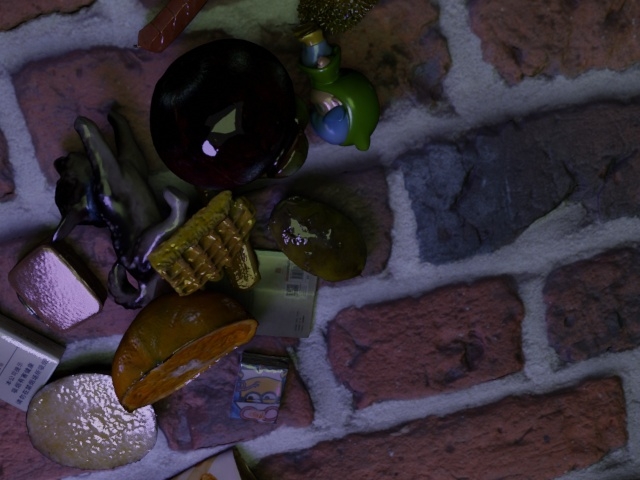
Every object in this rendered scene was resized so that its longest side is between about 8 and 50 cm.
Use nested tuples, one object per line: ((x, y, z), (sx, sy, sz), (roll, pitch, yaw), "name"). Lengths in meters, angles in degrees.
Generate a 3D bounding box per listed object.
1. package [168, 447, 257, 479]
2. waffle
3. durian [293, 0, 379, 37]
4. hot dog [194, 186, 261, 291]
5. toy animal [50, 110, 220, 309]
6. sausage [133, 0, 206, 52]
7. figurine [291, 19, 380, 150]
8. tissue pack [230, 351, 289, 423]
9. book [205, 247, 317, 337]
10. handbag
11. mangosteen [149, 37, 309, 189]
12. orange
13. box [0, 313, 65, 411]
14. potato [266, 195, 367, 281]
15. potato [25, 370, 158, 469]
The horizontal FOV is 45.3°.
((-0.283, 0.680, 1.877), (0.311, 0.221, 0.165), (-30, 149, 6), "package")
((-0.213, 0.014, 1.515), (0.229, 0.219, 0.057), (-42, 70, -11), "waffle")
((0.021, -0.466, 1.477), (0.208, 0.102, 0.146), (-37, 115, 14), "durian")
((-0.200, -0.031, 1.632), (0.083, 0.068, 0.289), (-20, 102, -11), "hot dog")
((-0.410, -0.049, 1.538), (0.344, 0.194, 0.303), (39, 107, 6), "toy animal")
((-0.290, -0.425, 1.487), (0.065, 0.065, 0.169), (42, 103, -17), "sausage")
((0.028, -0.298, 1.499), (0.143, 0.162, 0.263), (-29, 119, -3), "figurine")
((-0.141, 0.344, 1.786), (0.115, 0.065, 0.155), (10, 109, -7), "tissue pack")
((-0.151, 0.115, 1.721), (0.282, 0.025, 0.215), (7, 108, -7), "book")
((-0.572, 0.099, 1.661), (0.151, 0.072, 0.193), (-31, 111, 8), "handbag")
((-0.173, -0.225, 1.462), (0.300, 0.300, 0.300), (-1, 111, -4), "mangosteen")
((-0.286, 0.227, 1.604), (0.310, 0.274, 0.274), (-6, 113, 23), "orange")
((-0.724, 0.251, 1.706), (0.259, 0.071, 0.168), (31, 106, -16), "box")
((0.000, 0.000, 1.640), (0.251, 0.113, 0.149), (40, 94, -14), "potato")
((-0.509, 0.391, 1.752), (0.299, 0.116, 0.239), (-5, 108, 1), "potato")
